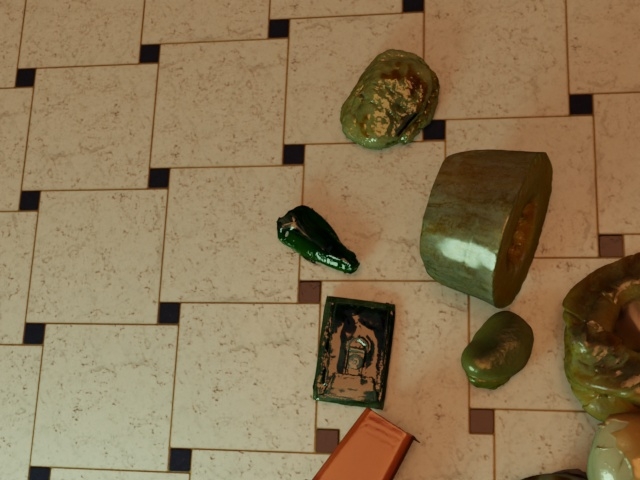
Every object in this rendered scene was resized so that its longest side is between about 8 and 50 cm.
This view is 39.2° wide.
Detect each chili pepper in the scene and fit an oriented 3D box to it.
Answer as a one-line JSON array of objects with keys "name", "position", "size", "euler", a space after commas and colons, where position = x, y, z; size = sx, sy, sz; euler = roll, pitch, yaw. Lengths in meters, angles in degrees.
[{"name": "chili pepper", "position": [0.000, 0.000, 2.032], "size": [0.216, 0.062, 0.108], "euler": [34, 84, 14]}]

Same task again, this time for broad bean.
[{"name": "broad bean", "position": [0.372, 0.233, 1.894], "size": [0.174, 0.082, 0.124], "euler": [-45, 71, -2]}]

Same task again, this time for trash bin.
[{"name": "trash bin", "position": [0.096, 0.479, 1.844], "size": [0.184, 0.161, 0.238], "euler": [33, 80, 16]}]

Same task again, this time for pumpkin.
[{"name": "pumpkin", "position": [0.338, -0.045, 1.867], "size": [0.199, 0.332, 0.332], "euler": [20, 80, 27]}]

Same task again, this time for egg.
[{"name": "egg", "position": [0.603, 0.431, 1.649], "size": [0.245, 0.201, 0.201], "euler": [24, 81, 11]}]

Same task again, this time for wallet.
[{"name": "wallet", "position": [0.073, 0.242, 1.963], "size": [0.160, 0.055, 0.235], "euler": [7, 76, 5]}]

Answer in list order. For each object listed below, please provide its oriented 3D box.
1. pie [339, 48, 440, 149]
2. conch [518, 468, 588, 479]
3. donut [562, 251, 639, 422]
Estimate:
[{"name": "pie", "position": [0.163, -0.321, 2.070], "size": [0.201, 0.090, 0.248], "euler": [31, 87, 13]}, {"name": "conch", "position": [0.419, 0.591, 1.720], "size": [0.250, 0.197, 0.367], "euler": [2, 63, 35]}, {"name": "donut", "position": [0.644, 0.198, 1.784], "size": [0.361, 0.170, 0.360], "euler": [-12, 53, 17]}]
